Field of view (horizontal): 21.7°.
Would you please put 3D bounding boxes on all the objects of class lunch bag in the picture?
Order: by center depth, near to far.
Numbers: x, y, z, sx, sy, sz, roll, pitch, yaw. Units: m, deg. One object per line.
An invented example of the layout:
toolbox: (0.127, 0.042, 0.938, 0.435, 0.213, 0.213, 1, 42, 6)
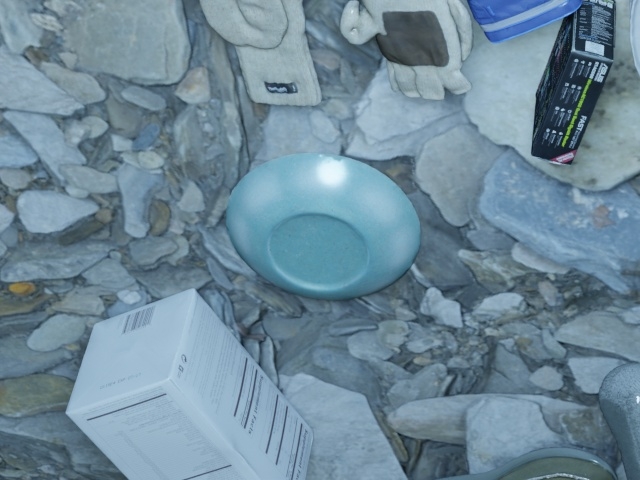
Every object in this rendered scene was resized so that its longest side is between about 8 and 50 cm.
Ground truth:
lunch bag: (0.172, -0.210, 1.383, 0.098, 0.067, 0.065, -19, 127, 24)

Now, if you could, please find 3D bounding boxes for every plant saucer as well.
plant saucer: (0.000, 0.000, 1.632, 0.194, 0.037, 0.195, 6, 134, 6)

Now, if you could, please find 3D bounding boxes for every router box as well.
router box: (0.215, -0.139, 1.424, 0.038, 0.092, 0.122, 14, 134, -3)

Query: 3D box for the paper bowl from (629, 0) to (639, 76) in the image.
paper bowl: (0.388, -0.175, 1.323, 0.284, 0.148, 0.284, 6, 134, 6)

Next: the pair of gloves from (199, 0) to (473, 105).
pair of gloves: (0.011, -0.200, 1.421, 0.240, 0.042, 0.204, 0, 138, 30)

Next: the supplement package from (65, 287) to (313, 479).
supplement package: (-0.132, 0.193, 1.768, 0.139, 0.134, 0.244, -19, 126, 26)

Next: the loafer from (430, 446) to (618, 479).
loafer: (0.209, 0.299, 1.834, 0.251, 0.087, 0.094, -20, 126, 26)

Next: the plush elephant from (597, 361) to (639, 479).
plush elephant: (0.470, 0.271, 1.671, 0.272, 0.255, 0.330, 7, 109, 60)
